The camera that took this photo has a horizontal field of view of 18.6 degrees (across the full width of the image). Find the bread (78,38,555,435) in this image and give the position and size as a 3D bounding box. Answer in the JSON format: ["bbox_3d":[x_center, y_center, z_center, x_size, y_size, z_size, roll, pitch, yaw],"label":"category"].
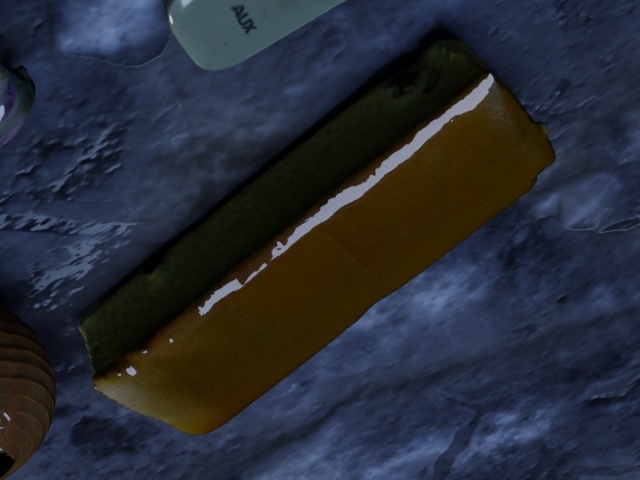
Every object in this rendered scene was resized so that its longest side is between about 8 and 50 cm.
[{"bbox_3d":[0.000,0.001,1.407,0.361,0.077,0.138,-38,142,14],"label":"bread"}]

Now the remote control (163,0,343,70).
[{"bbox_3d":[0.042,-0.207,1.211,0.309,0.038,0.090,-30,145,2],"label":"remote control"}]

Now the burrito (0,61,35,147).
[{"bbox_3d":[-0.283,-0.049,1.156,0.229,0.089,0.144,-28,147,4],"label":"burrito"}]

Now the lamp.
[{"bbox_3d":[-0.246,0.106,1.334,0.136,0.136,0.136,-18,143,-14],"label":"lamp"}]
